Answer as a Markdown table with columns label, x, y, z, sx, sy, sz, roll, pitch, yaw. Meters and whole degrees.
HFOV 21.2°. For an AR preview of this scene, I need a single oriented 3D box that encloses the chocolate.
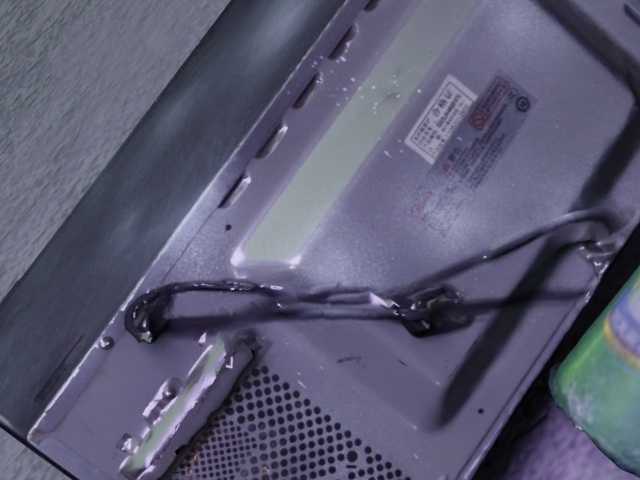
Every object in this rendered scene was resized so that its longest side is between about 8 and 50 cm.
| label | x | y | z | sx | sy | sz | roll | pitch | yaw |
| --- | --- | --- | --- | --- | --- | --- | --- | --- | --- |
| chocolate | 0.244 | 0.000 | 0.934 | 0.291 | 0.110 | 0.110 | -58 | 28 | 25 |

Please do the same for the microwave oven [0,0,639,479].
| label | x | y | z | sx | sy | sz | roll | pitch | yaw |
| --- | --- | --- | --- | --- | --- | --- | --- | --- | --- |
| microwave oven | 0.000 | 0.000 | 1.107 | 0.432 | 0.236 | 0.374 | -54 | 17 | -11 |
